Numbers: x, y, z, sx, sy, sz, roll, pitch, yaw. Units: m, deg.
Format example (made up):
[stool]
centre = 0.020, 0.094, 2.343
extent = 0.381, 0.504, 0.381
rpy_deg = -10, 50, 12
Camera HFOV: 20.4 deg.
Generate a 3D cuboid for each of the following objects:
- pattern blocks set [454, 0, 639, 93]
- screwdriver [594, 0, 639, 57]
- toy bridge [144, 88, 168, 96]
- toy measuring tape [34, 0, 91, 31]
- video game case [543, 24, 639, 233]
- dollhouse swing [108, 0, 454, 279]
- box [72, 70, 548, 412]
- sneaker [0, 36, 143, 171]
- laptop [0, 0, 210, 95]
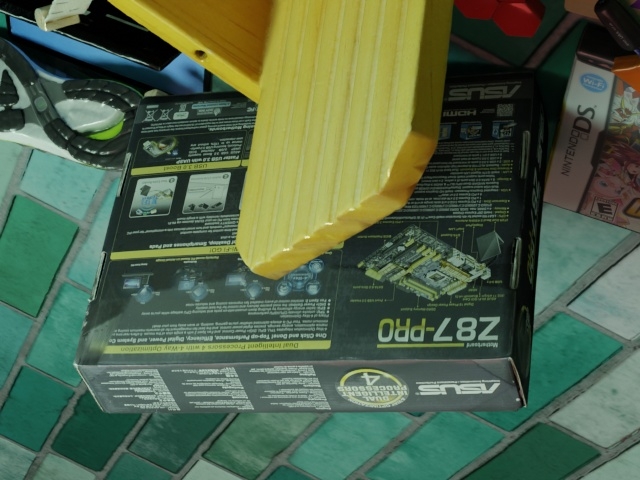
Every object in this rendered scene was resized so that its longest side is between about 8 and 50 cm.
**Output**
[pattern blocks set]
centre = 0.277, -0.221, 1.413
extent = 0.324, 0.026, 0.285
rpy_deg = 22, 144, 6
[screwdriver]
centre = 0.282, -0.143, 1.472
extent = 0.025, 0.024, 0.170
rpy_deg = -40, 119, 21
[toy bridge]
centre = -0.109, -0.095, 1.830
extent = 0.188, 0.063, 0.026
rpy_deg = 21, 162, -33
[toy measuring tape]
centre = -0.201, -0.292, 1.466
extent = 0.121, 0.121, 0.330
rpy_deg = 28, 153, -8
[video game case]
centre = 0.348, -0.070, 1.621
extent = 0.274, 0.035, 0.248
rpy_deg = 19, 150, 9
[dollhouse swing]
centre = -0.061, -0.194, 1.442
extent = 0.315, 0.305, 0.347
rpy_deg = 33, 150, -17
[box]
centre = 0.000, 0.000, 1.619
extent = 0.394, 0.318, 0.097
rpy_deg = -3, 142, 15
[sneaker]
centre = -0.289, -0.134, 1.907
extent = 0.300, 0.111, 0.121
rpy_deg = 24, 175, 22
[laptop]
centre = -0.237, -0.188, 1.746
extent = 0.234, 0.264, 0.137
rpy_deg = 20, 114, 6
